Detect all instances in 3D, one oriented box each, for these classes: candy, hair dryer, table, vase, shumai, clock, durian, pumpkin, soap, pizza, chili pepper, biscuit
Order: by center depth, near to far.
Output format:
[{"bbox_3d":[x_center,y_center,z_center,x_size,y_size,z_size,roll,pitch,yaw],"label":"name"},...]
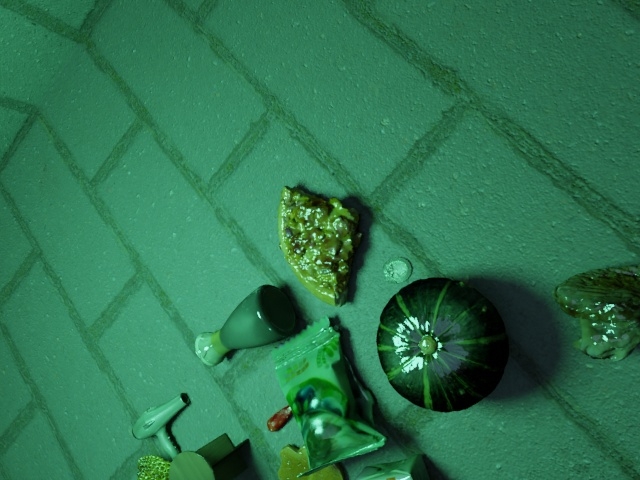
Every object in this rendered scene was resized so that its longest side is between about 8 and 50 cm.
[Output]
[{"bbox_3d":[0.665,0.165,0.977,0.218,0.184,0.186,-21,114,10],"label":"shumai"},{"bbox_3d":[0.295,0.251,1.069,0.322,0.241,0.324,-1,87,22],"label":"pumpkin"},{"bbox_3d":[0.206,0.699,1.140,0.182,0.138,0.200,-24,79,22],"label":"soap"},{"bbox_3d":[0.220,0.085,1.238,0.083,0.010,0.074,-20,79,21],"label":"clock"},{"bbox_3d":[0.000,0.436,1.239,0.262,0.172,0.398,-33,62,15],"label":"candy"},{"bbox_3d":[0.000,0.000,1.293,0.277,0.114,0.409,-25,80,26],"label":"pizza"},{"bbox_3d":[-0.022,0.698,1.298,0.225,0.036,0.166,5,90,21],"label":"biscuit"},{"bbox_3d":[-0.323,0.689,1.327,0.166,0.226,0.167,-1,87,23],"label":"table"},{"bbox_3d":[-0.112,0.545,1.350,0.178,0.027,0.045,-44,71,14],"label":"chili pepper"},{"bbox_3d":[-0.245,0.281,1.361,0.321,0.173,0.173,-33,75,26],"label":"vase"},{"bbox_3d":[-0.554,0.825,1.447,0.237,0.138,0.194,9,128,30],"label":"durian"},{"bbox_3d":[-0.502,0.659,1.506,0.267,0.092,0.229,36,96,7],"label":"hair dryer"}]
